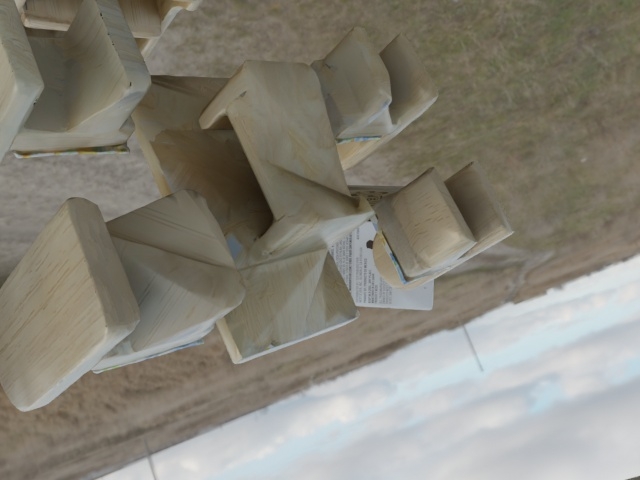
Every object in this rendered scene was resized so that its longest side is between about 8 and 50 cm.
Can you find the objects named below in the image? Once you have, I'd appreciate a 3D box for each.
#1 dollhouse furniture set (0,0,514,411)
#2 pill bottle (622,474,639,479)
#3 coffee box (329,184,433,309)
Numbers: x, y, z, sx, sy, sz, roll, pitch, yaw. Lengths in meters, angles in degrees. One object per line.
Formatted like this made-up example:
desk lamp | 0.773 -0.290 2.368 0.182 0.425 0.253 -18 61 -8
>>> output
dollhouse furniture set | -0.116 -0.088 0.531 0.362 0.394 0.256 -12 162 -45
pill bottle | 0.242 0.313 0.447 0.188 0.188 0.334 -21 134 -4
coffee box | 0.000 0.000 0.872 0.297 0.118 0.168 2 -161 9
